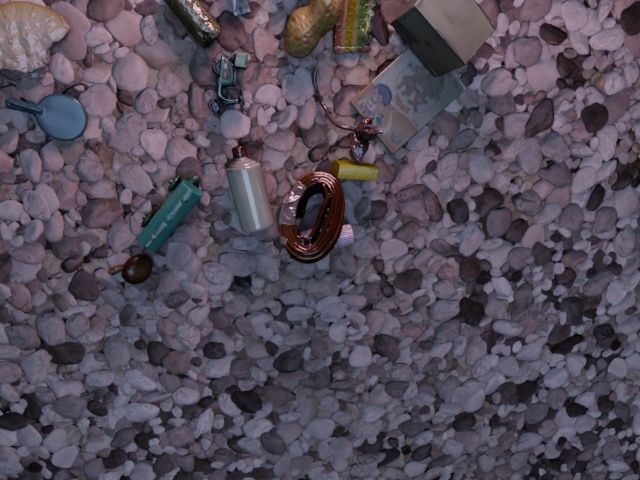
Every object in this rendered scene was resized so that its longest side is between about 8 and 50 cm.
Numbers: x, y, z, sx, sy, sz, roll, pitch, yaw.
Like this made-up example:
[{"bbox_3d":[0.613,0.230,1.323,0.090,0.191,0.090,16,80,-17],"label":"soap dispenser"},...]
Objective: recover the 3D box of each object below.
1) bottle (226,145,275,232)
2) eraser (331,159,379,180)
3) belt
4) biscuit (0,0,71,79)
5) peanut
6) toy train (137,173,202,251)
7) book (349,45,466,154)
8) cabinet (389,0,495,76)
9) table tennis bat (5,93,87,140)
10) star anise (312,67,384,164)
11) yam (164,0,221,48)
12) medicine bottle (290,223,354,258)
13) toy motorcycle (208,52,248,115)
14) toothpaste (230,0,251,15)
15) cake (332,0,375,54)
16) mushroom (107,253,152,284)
[{"bbox_3d":[-0.206,-0.150,1.377,0.104,0.104,0.245,-14,107,-4],"label":"bottle"},{"bbox_3d":[0.102,-0.206,1.411,0.122,0.097,0.045,3,106,-11],"label":"eraser"},{"bbox_3d":[-0.024,-0.066,1.378,0.184,0.105,0.261,21,78,4],"label":"belt"},{"bbox_3d":[-0.769,-0.506,1.226,0.265,0.040,0.188,-22,105,-2],"label":"biscuit"},{"bbox_3d":[-0.017,-0.585,1.261,0.103,0.098,0.229,25,125,-32],"label":"peanut"},{"bbox_3d":[-0.420,-0.078,1.339,0.101,0.159,0.248,37,96,-21],"label":"toy train"},{"bbox_3d":[0.260,-0.428,1.412,0.295,0.020,0.208,-42,106,4],"label":"book"},{"bbox_3d":[0.332,-0.584,1.298,0.206,0.145,0.150,41,83,-17],"label":"cabinet"},{"bbox_3d":[-0.732,-0.341,1.282,0.201,0.033,0.124,14,101,-15],"label":"table tennis bat"},{"bbox_3d":[0.058,-0.352,1.346,0.227,0.148,0.218,20,77,-13],"label":"star anise"},{"bbox_3d":[-0.336,-0.593,1.245,0.078,0.078,0.179,-38,109,3],"label":"yam"},{"bbox_3d":[0.000,0.000,1.460,0.203,0.083,0.083,-10,107,-4],"label":"medicine bottle"},{"bbox_3d":[-0.252,-0.427,1.316,0.100,0.058,0.173,5,103,-16],"label":"toy motorcycle"},{"bbox_3d":[-0.237,-0.695,1.257,0.048,0.031,0.190,-23,111,-12],"label":"toothpaste"},{"bbox_3d":[0.090,-0.636,1.317,0.109,0.090,0.225,-3,125,-10],"label":"cake"},{"bbox_3d":[-0.561,0.093,1.411,0.129,0.073,0.088,-15,137,-2],"label":"mushroom"}]
